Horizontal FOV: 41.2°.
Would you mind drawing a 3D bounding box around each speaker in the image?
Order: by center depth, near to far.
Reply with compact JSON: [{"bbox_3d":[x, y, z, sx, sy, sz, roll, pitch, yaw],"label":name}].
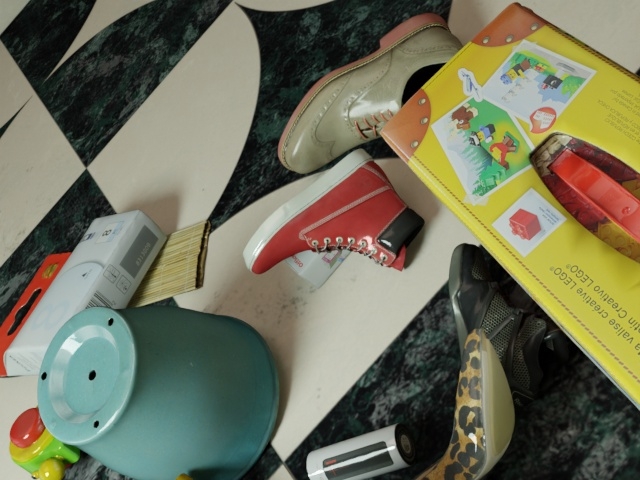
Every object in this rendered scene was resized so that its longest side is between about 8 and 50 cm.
[{"bbox_3d":[0.051,0.277,1.085,0.136,0.055,0.055,-24,49,26],"label":"speaker"}]

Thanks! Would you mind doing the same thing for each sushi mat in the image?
[{"bbox_3d":[-0.335,0.064,1.589,0.316,0.019,0.151,-17,51,31],"label":"sushi mat"}]

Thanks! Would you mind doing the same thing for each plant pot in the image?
[{"bbox_3d":[-0.241,0.210,1.197,0.271,0.255,0.272,-13,66,31],"label":"plant pot"}]

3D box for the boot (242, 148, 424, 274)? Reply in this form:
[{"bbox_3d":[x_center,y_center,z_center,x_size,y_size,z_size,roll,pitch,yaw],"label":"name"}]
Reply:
[{"bbox_3d":[0.022,0.007,1.231,0.244,0.088,0.176,-38,78,1],"label":"boot"}]

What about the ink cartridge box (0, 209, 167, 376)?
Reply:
[{"bbox_3d":[-0.499,0.102,1.591,0.385,0.091,0.308,-7,46,38],"label":"ink cartridge box"}]

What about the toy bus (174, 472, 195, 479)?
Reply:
[{"bbox_3d":[-0.131,0.394,1.116,0.191,0.202,0.104,-15,22,41],"label":"toy bus"}]

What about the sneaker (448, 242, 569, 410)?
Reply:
[{"bbox_3d":[0.230,0.094,1.040,0.130,0.087,0.228,-23,52,25],"label":"sneaker"}]

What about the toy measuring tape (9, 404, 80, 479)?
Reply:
[{"bbox_3d":[-0.481,0.304,1.486,0.121,0.121,0.330,-41,34,10],"label":"toy measuring tape"}]

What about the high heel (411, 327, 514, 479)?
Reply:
[{"bbox_3d":[0.124,0.231,0.973,0.186,0.093,0.261,-4,87,33],"label":"high heel"}]

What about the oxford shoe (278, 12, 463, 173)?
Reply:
[{"bbox_3d":[0.080,-0.214,1.357,0.348,0.123,0.130,-41,49,13],"label":"oxford shoe"}]

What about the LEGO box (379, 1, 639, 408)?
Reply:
[{"bbox_3d":[0.326,0.052,0.773,0.193,0.372,0.500,-44,42,8],"label":"LEGO box"}]

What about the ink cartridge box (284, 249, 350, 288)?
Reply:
[{"bbox_3d":[0.000,0.000,1.324,0.122,0.052,0.088,-48,42,1],"label":"ink cartridge box"}]
